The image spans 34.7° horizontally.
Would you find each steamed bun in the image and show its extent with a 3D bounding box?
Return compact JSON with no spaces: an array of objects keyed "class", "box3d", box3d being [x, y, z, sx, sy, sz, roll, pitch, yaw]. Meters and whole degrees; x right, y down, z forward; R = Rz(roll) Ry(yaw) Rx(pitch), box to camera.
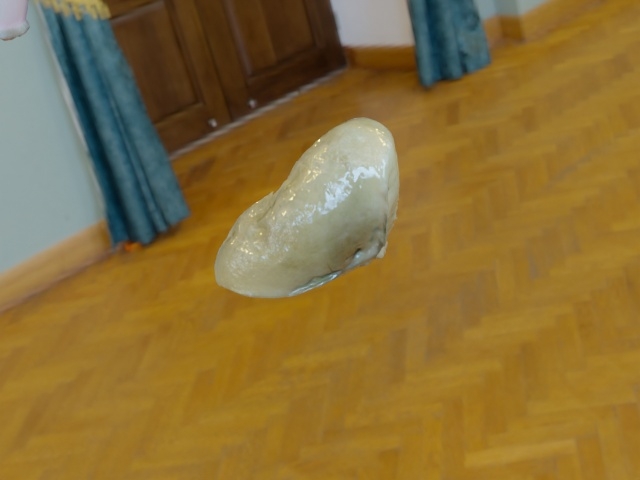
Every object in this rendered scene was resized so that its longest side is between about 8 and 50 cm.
[{"class":"steamed bun","box3d":[0.016,-0.021,1.064,0.231,0.212,0.110,-27,66,-34]}]

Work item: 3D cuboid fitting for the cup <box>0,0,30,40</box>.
[{"class":"cup","box3d":[-0.151,-0.210,0.317,0.196,0.279,0.196,6,18,-2]}]
